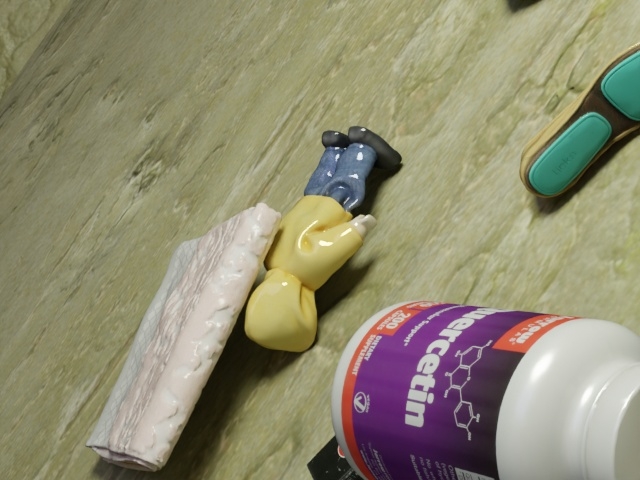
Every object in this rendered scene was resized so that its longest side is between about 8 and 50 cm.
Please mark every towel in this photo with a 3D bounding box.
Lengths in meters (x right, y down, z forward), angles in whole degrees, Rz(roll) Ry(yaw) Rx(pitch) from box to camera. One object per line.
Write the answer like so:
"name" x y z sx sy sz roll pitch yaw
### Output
"towel" -0.179 0.124 1.570 0.331 0.053 0.317 -66 17 -17

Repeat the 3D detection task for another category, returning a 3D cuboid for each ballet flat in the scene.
"ballet flat" 0.289 -0.140 1.281 0.232 0.080 0.073 -40 19 18

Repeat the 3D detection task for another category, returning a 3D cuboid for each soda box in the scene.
"soda box" 0.066 0.194 1.266 0.169 0.053 0.060 -47 32 10

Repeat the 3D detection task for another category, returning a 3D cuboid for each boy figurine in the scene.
"boy figurine" 0.000 0.000 1.506 0.177 0.092 0.285 -6 56 53

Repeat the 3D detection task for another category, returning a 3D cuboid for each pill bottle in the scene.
"pill bottle" 0.164 0.148 1.054 0.323 0.181 0.181 2 61 55
